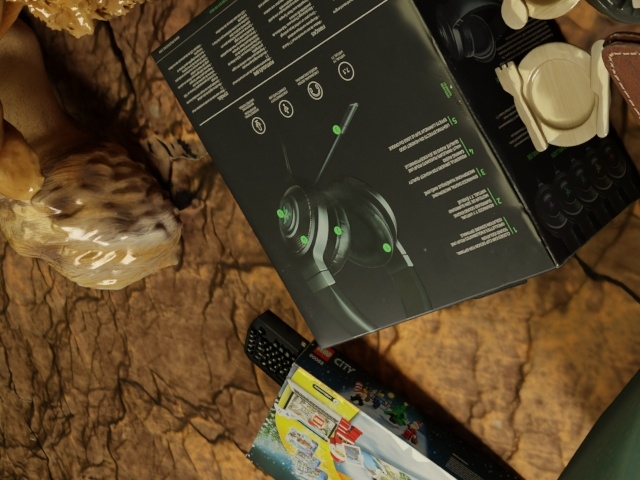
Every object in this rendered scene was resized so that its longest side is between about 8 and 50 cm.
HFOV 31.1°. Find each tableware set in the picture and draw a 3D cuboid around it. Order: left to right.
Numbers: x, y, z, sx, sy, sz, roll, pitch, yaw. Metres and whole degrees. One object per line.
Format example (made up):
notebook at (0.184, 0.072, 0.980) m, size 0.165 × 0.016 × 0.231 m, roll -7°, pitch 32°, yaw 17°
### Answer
tableware set at (0.167, -0.121, 0.645) m, size 0.169 × 0.020 × 0.141 m, roll -2°, pitch 108°, yaw 40°

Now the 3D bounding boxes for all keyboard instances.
keyboard at (-0.003, 0.139, 1.077) m, size 0.192 × 0.038 × 0.100 m, roll 36°, pitch 134°, yaw 21°

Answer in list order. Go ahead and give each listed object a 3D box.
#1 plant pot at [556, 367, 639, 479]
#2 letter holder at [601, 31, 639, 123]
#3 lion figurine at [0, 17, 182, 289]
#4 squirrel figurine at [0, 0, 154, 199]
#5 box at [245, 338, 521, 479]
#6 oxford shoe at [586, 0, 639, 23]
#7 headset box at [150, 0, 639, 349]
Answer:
plant pot at (0.257, 0.192, 0.701) m, size 0.247 × 0.252 × 0.247 m, roll 41°, pitch 136°, yaw 18°
letter holder at (0.298, -0.032, 0.517) m, size 0.302 × 0.152 × 0.214 m, roll 44°, pitch 169°, yaw -30°
lion figurine at (-0.301, -0.118, 1.105) m, size 0.392 × 0.240 × 0.142 m, roll 65°, pitch 154°, yaw 12°
squirrel figurine at (-0.273, -0.218, 0.861) m, size 0.397 × 0.370 × 0.281 m, roll -26°, pitch 140°, yaw 24°
box at (0.056, 0.208, 1.029) m, size 0.233 × 0.044 × 0.159 m, roll 35°, pitch 135°, yaw 9°
oxford shoe at (0.133, -0.228, 0.704) m, size 0.227 × 0.083 × 0.096 m, roll 55°, pitch 165°, yaw -4°
headset box at (0.053, -0.078, 0.817) m, size 0.246 × 0.131 × 0.283 m, roll -26°, pitch 95°, yaw 48°
